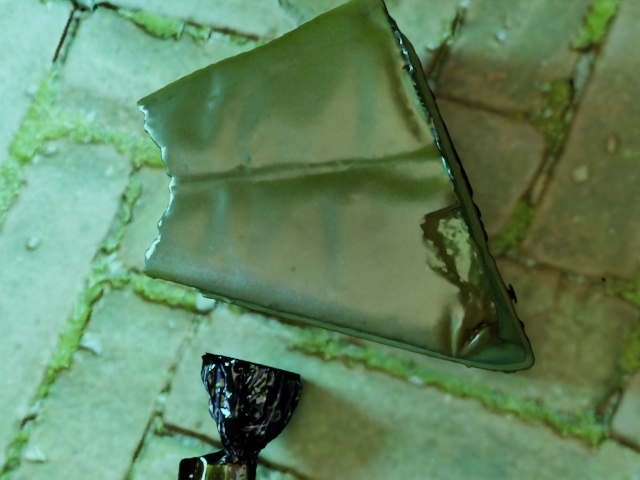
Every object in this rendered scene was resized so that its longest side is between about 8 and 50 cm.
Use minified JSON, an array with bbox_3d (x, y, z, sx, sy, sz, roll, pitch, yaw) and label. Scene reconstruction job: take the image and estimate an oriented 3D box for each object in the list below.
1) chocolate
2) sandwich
[{"bbox_3d":[-0.058,0.140,0.719,0.070,0.072,0.147,15,79,22],"label":"chocolate"},{"bbox_3d":[0.000,0.000,0.705,0.186,0.108,0.220,-24,77,12],"label":"sandwich"}]
